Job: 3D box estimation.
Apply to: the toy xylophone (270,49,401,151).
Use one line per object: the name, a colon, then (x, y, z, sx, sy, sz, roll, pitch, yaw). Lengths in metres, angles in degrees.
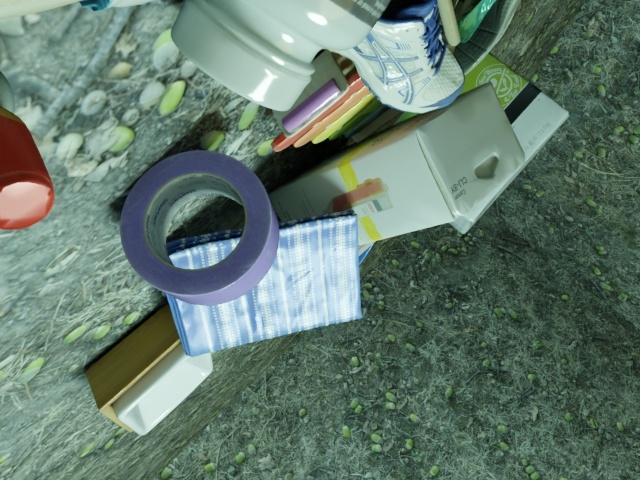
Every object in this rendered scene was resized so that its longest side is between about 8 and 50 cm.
toy xylophone: (0.054, -0.237, 0.847, 0.236, 0.081, 0.323, -35, 173, 32)

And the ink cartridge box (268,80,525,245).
ink cartridge box: (0.134, -0.122, 1.012, 0.385, 0.160, 0.279, -15, -164, 48)

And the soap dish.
soap dish: (-0.331, 0.262, 1.083, 0.229, 0.118, 0.291, -43, 166, -24)

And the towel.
towel: (-0.090, 0.081, 0.932, 0.336, 0.040, 0.243, -11, 124, -10)

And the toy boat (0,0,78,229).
toy boat: (-0.198, -0.153, 0.273, 0.268, 0.148, 0.318, -22, 149, -35)

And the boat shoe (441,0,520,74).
boat shoe: (0.356, -0.486, 1.147, 0.103, 0.118, 0.320, -17, 140, -59)

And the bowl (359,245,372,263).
bowl: (0.027, -0.003, 1.414, 0.391, 0.077, 0.391, -40, 152, -26)

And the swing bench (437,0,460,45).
swing bench: (0.187, -0.433, 0.647, 0.253, 0.165, 0.254, -46, 162, -6)

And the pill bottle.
pill bottle: (0.004, -0.278, 0.454, 0.318, 0.176, 0.176, -54, 166, 22)

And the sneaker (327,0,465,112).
sneaker: (0.100, -0.246, 0.654, 0.296, 0.131, 0.111, 18, 77, -38)

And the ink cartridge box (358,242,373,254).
ink cartridge box: (0.067, 0.009, 1.145, 0.239, 0.060, 0.275, -13, -162, 47)

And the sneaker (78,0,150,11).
sneaker: (-0.109, -0.266, 0.355, 0.228, 0.087, 0.092, -50, 178, 37)

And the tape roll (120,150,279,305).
tape roll: (-0.151, -0.014, 0.697, 0.189, 0.189, 0.080, -46, 166, -9)

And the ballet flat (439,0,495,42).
ballet flat: (0.318, -0.503, 1.046, 0.087, 0.083, 0.247, 11, 125, -41)

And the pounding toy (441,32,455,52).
pounding toy: (0.148, -0.312, 0.981, 0.100, 0.141, 0.130, -40, 150, -34)

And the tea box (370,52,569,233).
tea box: (0.342, -0.250, 1.314, 0.329, 0.323, 0.220, -49, 168, 1)
